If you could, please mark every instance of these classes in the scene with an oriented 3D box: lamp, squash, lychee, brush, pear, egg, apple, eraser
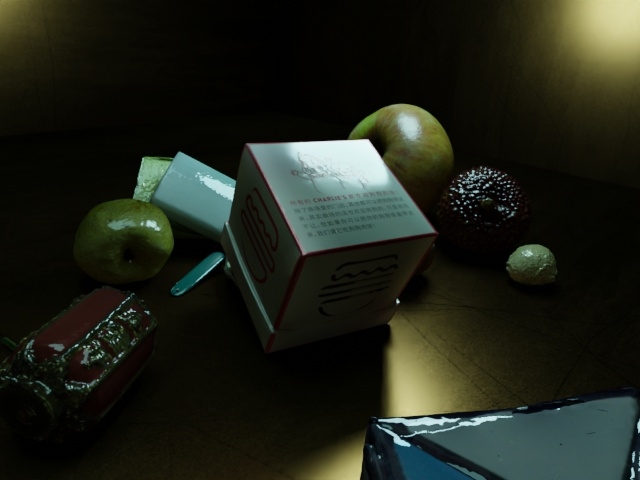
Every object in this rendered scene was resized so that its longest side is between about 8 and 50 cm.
[{"bbox_3d":[-0.378,0.191,0.791,0.176,0.177,0.274,8,23,7],"label":"lamp"},{"bbox_3d":[-0.358,-0.108,1.444,0.308,0.210,0.234,1,58,1],"label":"squash"},{"bbox_3d":[0.491,-0.084,1.488,0.275,0.276,0.304,10,-2,13],"label":"lychee"},{"bbox_3d":[-0.303,0.089,1.224,0.043,0.032,0.193,18,38,19],"label":"brush"},{"bbox_3d":[-0.478,-0.002,1.190,0.228,0.189,0.211,-11,30,-28],"label":"pear"},{"bbox_3d":[0.577,0.068,1.335,0.140,0.118,0.116,-13,-16,-18],"label":"egg"},{"bbox_3d":[0.271,-0.261,1.698,0.400,0.401,0.333,26,9,41],"label":"apple"},{"bbox_3d":[-0.304,-0.104,1.369,0.289,0.104,0.189,28,59,-15],"label":"eraser"}]

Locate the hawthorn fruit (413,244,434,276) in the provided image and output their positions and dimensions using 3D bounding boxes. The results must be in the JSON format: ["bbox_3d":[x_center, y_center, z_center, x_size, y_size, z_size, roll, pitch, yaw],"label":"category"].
[{"bbox_3d":[0.178,0.017,1.304,0.251,0.200,0.199,-16,19,15],"label":"hawthorn fruit"}]

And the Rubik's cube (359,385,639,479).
[{"bbox_3d":[0.196,0.334,0.371,0.306,0.311,0.305,-2,23,-9],"label":"Rubik's cube"}]

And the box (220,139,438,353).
[{"bbox_3d":[0.000,0.000,1.020,0.314,0.300,0.312,-8,52,-28],"label":"box"}]

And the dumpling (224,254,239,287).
[{"bbox_3d":[-0.149,0.039,1.246,0.172,0.142,0.247,26,39,-15],"label":"dumpling"}]

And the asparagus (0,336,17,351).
[{"bbox_3d":[-0.559,0.207,0.907,0.114,0.014,0.015,19,28,31],"label":"asparagus"}]
